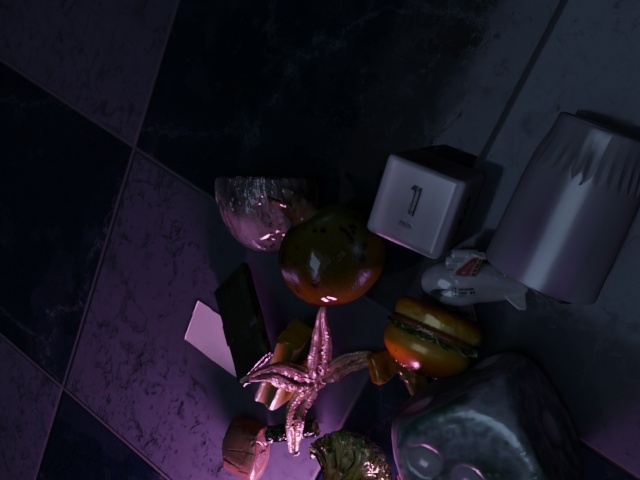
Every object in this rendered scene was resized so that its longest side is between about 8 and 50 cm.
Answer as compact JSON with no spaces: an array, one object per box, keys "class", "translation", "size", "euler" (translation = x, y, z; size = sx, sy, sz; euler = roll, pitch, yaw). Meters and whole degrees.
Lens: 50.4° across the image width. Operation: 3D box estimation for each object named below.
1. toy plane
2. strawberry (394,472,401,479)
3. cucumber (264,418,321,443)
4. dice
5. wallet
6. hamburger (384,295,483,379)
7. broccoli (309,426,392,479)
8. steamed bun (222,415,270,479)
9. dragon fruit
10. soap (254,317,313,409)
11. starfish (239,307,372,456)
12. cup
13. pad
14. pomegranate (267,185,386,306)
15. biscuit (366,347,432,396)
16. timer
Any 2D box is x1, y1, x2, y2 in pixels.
[{"class":"toy plane","translation":[0.366,0.108,1.623],"size":[0.252,0.118,0.252],"euler":[7,140,6]},{"class":"strawberry","translation":[0.287,0.671,1.816],"size":[0.190,0.111,0.236],"euler":[67,150,18]},{"class":"cucumber","translation":[-0.084,0.571,2.027],"size":[0.187,0.058,0.058],"euler":[-18,92,31]},{"class":"dice","translation":[0.383,0.480,1.591],"size":[0.348,0.330,0.328],"euler":[-31,85,32]},{"class":"wallet","translation":[-0.221,0.232,1.958],"size":[0.169,0.044,0.317],"euler":[-47,48,33]},{"class":"hamburger","translation":[0.269,0.246,1.649],"size":[0.246,0.246,0.170],"euler":[24,87,23]},{"class":"broccoli","translation":[0.058,0.671,1.792],"size":[0.251,0.361,0.221],"euler":[-3,127,15]},{"class":"steamed bun","translation":[-0.228,0.636,2.098],"size":[0.144,0.106,0.175],"euler":[10,91,32]},{"class":"dragon fruit","translation":[-0.162,-0.074,1.850],"size":[0.282,0.204,0.221],"euler":[5,103,29]},{"class":"soap","translation":[-0.084,0.337,1.917],"size":[0.080,0.160,0.258],"euler":[31,113,19]},{"class":"starfish","translation":[-0.013,0.380,1.828],"size":[0.398,0.384,0.132],"euler":[-31,45,7]},{"class":"cup","translation":[0.527,-0.066,1.444],"size":[0.253,0.253,0.372],"euler":[26,110,22]},{"class":"pad","translation":[-0.322,0.309,2.133],"size":[0.232,0.004,0.157],"euler":[32,113,20]},{"class":"pomegranate","translation":[0.022,-0.002,1.706],"size":[0.290,0.290,0.324],"euler":[-15,91,31]},{"class":"biscuit","translation":[0.208,0.346,1.761],"size":[0.039,0.183,0.174],"euler":[6,105,64]},{"class":"timer","translation":[0.251,-0.093,1.621],"size":[0.194,0.192,0.195],"euler":[24,111,23]}]
